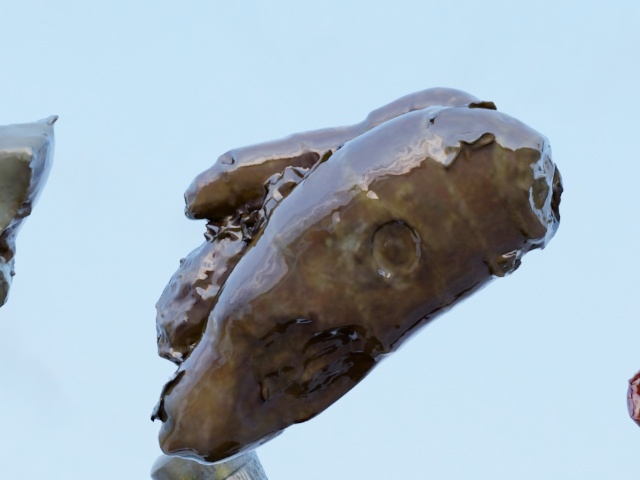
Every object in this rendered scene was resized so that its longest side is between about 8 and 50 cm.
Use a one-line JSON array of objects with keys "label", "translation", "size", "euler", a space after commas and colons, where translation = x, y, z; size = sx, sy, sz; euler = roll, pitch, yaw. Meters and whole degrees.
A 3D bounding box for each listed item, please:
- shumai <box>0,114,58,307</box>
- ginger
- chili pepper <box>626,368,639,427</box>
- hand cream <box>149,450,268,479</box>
[{"label": "shumai", "translation": [-0.228, -0.012, 0.964], "size": [0.153, 0.161, 0.209], "euler": [14, -1, -29]}, {"label": "ginger", "translation": [0.000, 0.000, 0.622], "size": [0.162, 0.103, 0.073], "euler": [-37, -66, 6]}, {"label": "chili pepper", "translation": [0.379, 0.237, 1.710], "size": [0.135, 0.131, 0.338], "euler": [21, -33, 36]}, {"label": "hand cream", "translation": [-0.051, 0.241, 1.472], "size": [0.203, 0.084, 0.084], "euler": [55, -31, 3]}]
